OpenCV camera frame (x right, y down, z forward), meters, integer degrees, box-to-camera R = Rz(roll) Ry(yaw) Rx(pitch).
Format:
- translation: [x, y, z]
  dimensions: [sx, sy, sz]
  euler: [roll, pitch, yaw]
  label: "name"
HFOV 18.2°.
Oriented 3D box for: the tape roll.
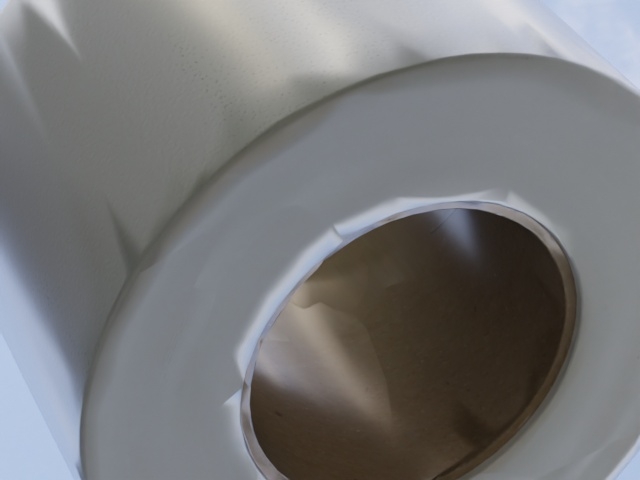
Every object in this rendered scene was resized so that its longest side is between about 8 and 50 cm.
- translation: [0.000, 0.000, 0.745]
  dimensions: [0.246, 0.246, 0.169]
  euler: [-53, -140, 14]
  label: "tape roll"
